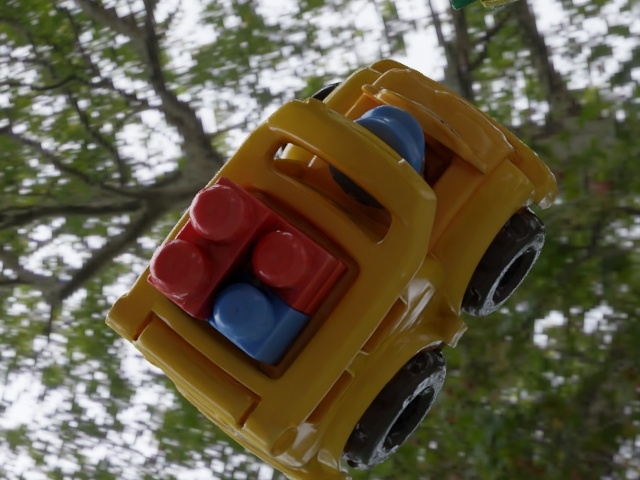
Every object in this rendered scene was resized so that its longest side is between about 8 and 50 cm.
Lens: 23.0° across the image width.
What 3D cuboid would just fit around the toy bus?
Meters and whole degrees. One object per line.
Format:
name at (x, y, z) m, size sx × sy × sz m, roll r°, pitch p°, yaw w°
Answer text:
toy bus at (0.000, 0.000, 0.778) m, size 0.149 × 0.211 × 0.220 m, roll 37°, pitch -92°, yaw 20°

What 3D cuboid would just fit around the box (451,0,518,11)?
box at (0.184, -0.262, 1.313) m, size 0.179 × 0.043 × 0.105 m, roll -17°, pitch -101°, yaw 13°
